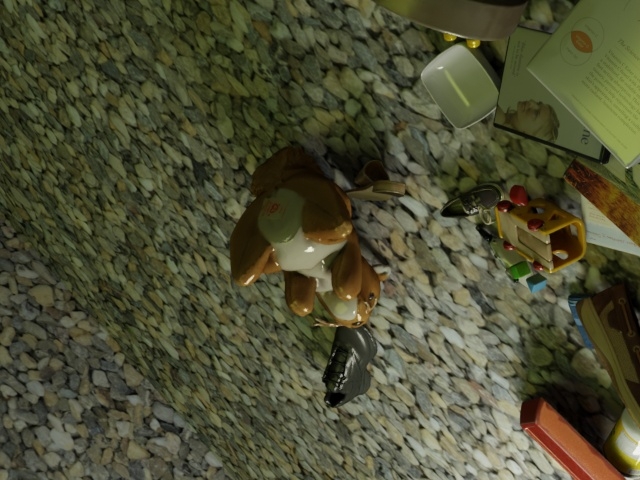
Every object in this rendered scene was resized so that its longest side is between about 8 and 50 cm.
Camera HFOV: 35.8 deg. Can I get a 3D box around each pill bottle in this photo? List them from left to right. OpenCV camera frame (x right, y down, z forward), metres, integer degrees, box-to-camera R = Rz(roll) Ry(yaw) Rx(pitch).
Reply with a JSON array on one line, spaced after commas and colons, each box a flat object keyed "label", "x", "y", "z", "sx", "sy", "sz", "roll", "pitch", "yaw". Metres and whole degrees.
[{"label": "pill bottle", "x": 0.629, "y": 0.378, "z": 1.941, "sx": 0.103, "sy": 0.103, "sz": 0.184, "roll": 35, "pitch": 140, "yaw": 22}]

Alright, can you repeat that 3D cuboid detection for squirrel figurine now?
[{"label": "squirrel figurine", "x": 0.000, "y": 0.000, "z": 2.188, "sx": 0.370, "sy": 0.281, "sz": 0.397, "roll": 42, "pitch": -158, "yaw": -43}]

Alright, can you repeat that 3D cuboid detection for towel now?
[{"label": "towel", "x": 0.525, "y": 0.159, "z": 1.932, "sx": 0.067, "sy": 0.029, "sz": 0.120, "roll": -6, "pitch": 115, "yaw": 50}]

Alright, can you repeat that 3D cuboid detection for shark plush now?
[{"label": "shark plush", "x": 0.365, "y": 0.035, "z": 1.985, "sx": 0.161, "sy": 0.073, "sz": 0.067, "roll": 34, "pitch": 171, "yaw": 15}]

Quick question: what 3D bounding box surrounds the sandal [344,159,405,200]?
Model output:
[{"label": "sandal", "x": 0.122, "y": -0.132, "z": 2.094, "sx": 0.240, "sy": 0.088, "sz": 0.079, "roll": 179, "pitch": 101, "yaw": -71}]

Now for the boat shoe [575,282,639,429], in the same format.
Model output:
[{"label": "boat shoe", "x": 0.597, "y": 0.239, "z": 1.807, "sx": 0.123, "sy": 0.123, "sz": 0.342, "roll": -31, "pitch": 71, "yaw": 17}]

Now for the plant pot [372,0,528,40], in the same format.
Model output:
[{"label": "plant pot", "x": 0.209, "y": -0.506, "z": 1.520, "sx": 0.323, "sy": 0.323, "sz": 0.280, "roll": 36, "pitch": 125, "yaw": 20}]

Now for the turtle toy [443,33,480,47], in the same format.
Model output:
[{"label": "turtle toy", "x": 0.244, "y": -0.400, "z": 1.736, "sx": 0.130, "sy": 0.066, "sz": 0.095, "roll": 25, "pitch": 145, "yaw": 33}]

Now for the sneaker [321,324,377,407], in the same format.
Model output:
[{"label": "sneaker", "x": 0.064, "y": 0.311, "z": 2.474, "sx": 0.109, "sy": 0.130, "sz": 0.286, "roll": 28, "pitch": 136, "yaw": 32}]

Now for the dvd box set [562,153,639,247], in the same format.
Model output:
[{"label": "dvd box set", "x": 0.602, "y": -0.078, "z": 1.504, "sx": 0.420, "sy": 0.062, "sz": 0.308, "roll": 49, "pitch": 132, "yaw": 25}]

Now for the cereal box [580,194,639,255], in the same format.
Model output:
[{"label": "cereal box", "x": 0.532, "y": -0.087, "z": 1.703, "sx": 0.173, "sy": 0.047, "sz": 0.240, "roll": 19, "pitch": 133, "yaw": 38}]

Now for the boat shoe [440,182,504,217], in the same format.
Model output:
[{"label": "boat shoe", "x": 0.299, "y": -0.071, "z": 1.965, "sx": 0.152, "sy": 0.049, "sz": 0.056, "roll": -26, "pitch": 99, "yaw": 53}]

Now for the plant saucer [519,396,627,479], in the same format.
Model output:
[{"label": "plant saucer", "x": 0.517, "y": 0.438, "z": 2.057, "sx": 0.259, "sy": 0.047, "sz": 0.258, "roll": 45, "pitch": 173, "yaw": 10}]

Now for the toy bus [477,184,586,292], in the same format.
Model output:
[{"label": "toy bus", "x": 0.405, "y": -0.026, "z": 1.843, "sx": 0.202, "sy": 0.104, "sz": 0.191, "roll": 63, "pitch": 165, "yaw": 14}]

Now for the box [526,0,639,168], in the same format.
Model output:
[{"label": "box", "x": 0.494, "y": -0.304, "z": 1.372, "sx": 0.215, "sy": 0.168, "sz": 0.345, "roll": 49, "pitch": 128, "yaw": 15}]

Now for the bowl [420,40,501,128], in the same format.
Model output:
[{"label": "bowl", "x": 0.268, "y": -0.290, "z": 1.815, "sx": 0.142, "sy": 0.053, "sz": 0.142, "roll": 54, "pitch": 145, "yaw": -3}]

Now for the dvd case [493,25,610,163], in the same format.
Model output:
[{"label": "dvd case", "x": 0.393, "y": -0.245, "z": 1.640, "sx": 0.253, "sy": 0.022, "sz": 0.181, "roll": 30, "pitch": 118, "yaw": 49}]
